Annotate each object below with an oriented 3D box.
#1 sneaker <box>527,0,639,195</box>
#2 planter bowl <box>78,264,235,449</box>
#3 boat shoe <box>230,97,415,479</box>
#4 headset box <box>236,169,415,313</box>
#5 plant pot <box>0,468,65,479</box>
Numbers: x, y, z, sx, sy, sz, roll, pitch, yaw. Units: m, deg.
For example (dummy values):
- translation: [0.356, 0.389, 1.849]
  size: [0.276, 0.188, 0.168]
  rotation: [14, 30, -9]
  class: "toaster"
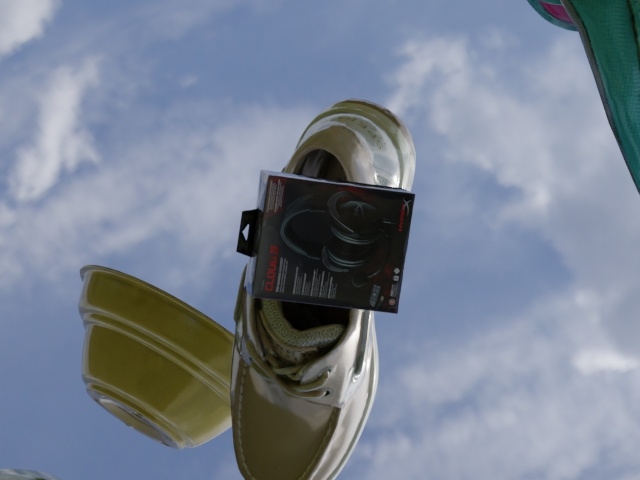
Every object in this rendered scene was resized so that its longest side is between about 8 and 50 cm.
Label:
- translation: [0.161, -0.130, 0.611]
  size: [0.179, 0.124, 0.295]
  rotation: [-1, -94, 15]
  class: "sneaker"
- translation: [-0.138, 0.118, 1.380]
  size: [0.217, 0.217, 0.090]
  rotation: [16, -112, 41]
  class: "planter bowl"
- translation: [-0.013, 0.055, 1.076]
  size: [0.109, 0.302, 0.098]
  rotation: [21, -155, 14]
  class: "boat shoe"
- translation: [0.000, 0.000, 0.796]
  size: [0.083, 0.062, 0.032]
  rotation: [8, -174, -12]
  class: "headset box"
- translation: [-0.133, 0.309, 1.004]
  size: [0.294, 0.274, 0.274]
  rotation: [9, -129, 45]
  class: "plant pot"
